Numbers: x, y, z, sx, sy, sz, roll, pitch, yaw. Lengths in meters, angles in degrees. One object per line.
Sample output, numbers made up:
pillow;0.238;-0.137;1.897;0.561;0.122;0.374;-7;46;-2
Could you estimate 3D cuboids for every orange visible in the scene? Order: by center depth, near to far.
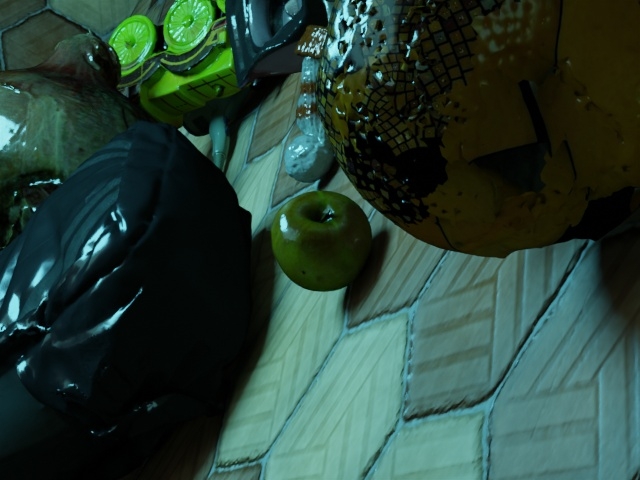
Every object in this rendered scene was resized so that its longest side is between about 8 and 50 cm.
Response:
orange;0.112;-0.103;1.088;0.234;0.234;0.182;-61;8;1

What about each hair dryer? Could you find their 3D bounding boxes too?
hair dryer;-0.106;-0.171;2.265;0.167;0.067;0.199;-50;28;16

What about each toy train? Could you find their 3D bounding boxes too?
toy train;-0.152;-0.235;2.251;0.296;0.100;0.161;-19;61;34

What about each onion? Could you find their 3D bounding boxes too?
onion;-0.314;-0.059;2.122;0.354;0.353;0.354;-54;17;24

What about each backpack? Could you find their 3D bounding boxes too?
backpack;-0.251;0.112;1.843;0.445;0.255;0.363;-38;24;22

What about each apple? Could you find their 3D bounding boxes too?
apple;0.000;0.000;1.531;0.074;0.089;0.089;109;178;-53

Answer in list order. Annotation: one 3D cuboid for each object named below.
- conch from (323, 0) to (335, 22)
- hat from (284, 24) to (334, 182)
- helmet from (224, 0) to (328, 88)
conch;0.087;-0.172;1.298;0.186;0.241;0.313;-13;35;52
hat;0.010;-0.136;1.790;0.112;0.093;0.162;-145;66;-84
helmet;-0.005;-0.286;1.951;0.253;0.154;0.198;109;156;-47
